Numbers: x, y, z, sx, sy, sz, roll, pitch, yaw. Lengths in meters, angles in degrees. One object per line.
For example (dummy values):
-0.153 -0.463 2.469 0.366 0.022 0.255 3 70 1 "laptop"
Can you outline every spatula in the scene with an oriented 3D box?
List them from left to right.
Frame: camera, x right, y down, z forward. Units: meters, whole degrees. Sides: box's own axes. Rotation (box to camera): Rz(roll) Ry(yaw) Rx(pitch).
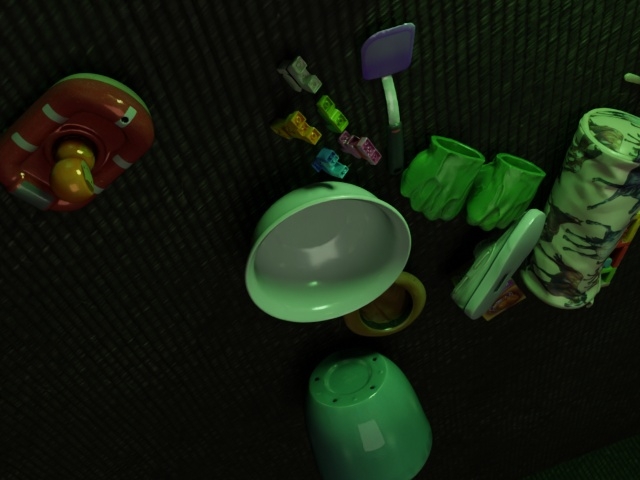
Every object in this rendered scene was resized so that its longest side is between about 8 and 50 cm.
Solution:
0.115 -0.213 0.976 0.084 0.030 0.296 -17 137 -4 "spatula"

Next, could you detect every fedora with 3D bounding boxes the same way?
0.128 0.119 1.274 0.195 0.079 0.194 -8 129 -10 "fedora"

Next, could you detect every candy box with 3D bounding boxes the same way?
0.385 0.105 1.383 0.109 0.053 0.187 -36 133 15 "candy box"

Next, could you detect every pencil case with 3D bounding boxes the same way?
0.539 -0.045 1.196 0.160 0.184 0.410 -42 150 -42 "pencil case"

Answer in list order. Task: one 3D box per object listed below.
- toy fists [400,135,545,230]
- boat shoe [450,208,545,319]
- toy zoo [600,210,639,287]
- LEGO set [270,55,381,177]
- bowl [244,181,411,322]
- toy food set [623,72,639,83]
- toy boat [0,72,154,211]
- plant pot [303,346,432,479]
0.274 -0.099 1.109 0.279 0.096 0.142 8 121 -28 "toy fists"
0.359 0.037 1.241 0.096 0.088 0.267 -7 131 -44 "boat shoe"
0.636 0.019 1.413 0.193 0.030 0.293 -10 136 -12 "toy zoo"
-0.016 -0.175 0.933 0.087 0.093 0.227 -55 130 -11 "LEGO set"
0.000 0.000 1.066 0.298 0.134 0.297 -11 135 -11 "bowl"
0.631 -0.347 1.045 0.133 0.038 0.192 1 132 -22 "toy food set"
-0.330 -0.110 0.811 0.231 0.151 0.151 -37 135 16 "toy boat"
0.092 0.393 1.396 0.293 0.293 0.235 -20 120 -2 "plant pot"
